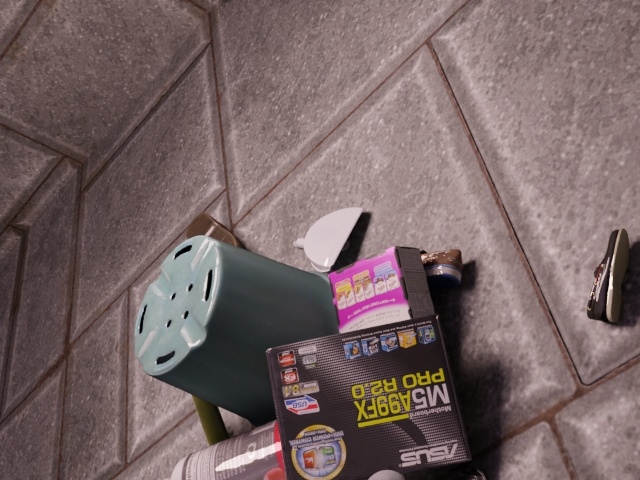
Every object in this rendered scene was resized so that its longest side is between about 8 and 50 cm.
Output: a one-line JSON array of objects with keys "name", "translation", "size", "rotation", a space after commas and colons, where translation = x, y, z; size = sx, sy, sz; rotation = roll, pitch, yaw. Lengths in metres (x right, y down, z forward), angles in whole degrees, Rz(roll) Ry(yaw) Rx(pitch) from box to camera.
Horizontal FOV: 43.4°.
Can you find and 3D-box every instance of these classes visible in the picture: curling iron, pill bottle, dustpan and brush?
[{"name": "curling iron", "translation": [0.150, 0.410, 1.181], "size": [0.274, 0.035, 0.068], "rotation": [-45, 21, 30]}, {"name": "pill bottle", "translation": [-0.137, 0.417, 1.330], "size": [0.319, 0.176, 0.176], "rotation": [-24, 45, 11]}, {"name": "dustpan and brush", "translation": [0.000, 0.000, 1.643], "size": [0.211, 0.060, 0.147], "rotation": [7, 61, 47]}]

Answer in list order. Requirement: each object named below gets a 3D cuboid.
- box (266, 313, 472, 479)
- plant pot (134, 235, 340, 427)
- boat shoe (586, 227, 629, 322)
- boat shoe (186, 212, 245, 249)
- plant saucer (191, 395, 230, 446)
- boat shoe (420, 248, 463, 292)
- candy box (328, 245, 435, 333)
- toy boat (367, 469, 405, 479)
[{"name": "box", "translation": [0.069, 0.242, 1.193], "size": [0.270, 0.060, 0.216], "rotation": [-12, 73, 9]}, {"name": "plant pot", "translation": [-0.125, 0.168, 1.437], "size": [0.341, 0.334, 0.341], "rotation": [-31, 45, 38]}, {"name": "boat shoe", "translation": [0.392, 0.046, 1.096], "size": [0.042, 0.049, 0.133], "rotation": [3, 74, 45]}, {"name": "boat shoe", "translation": [-0.212, 0.035, 1.849], "size": [0.110, 0.104, 0.307], "rotation": [-46, 35, 8]}, {"name": "plant saucer", "translation": [-0.198, 0.367, 1.540], "size": [0.037, 0.240, 0.241], "rotation": [-21, 36, -10]}, {"name": "boat shoe", "translation": [0.172, 0.052, 1.375], "size": [0.183, 0.066, 0.066], "rotation": [-9, 50, 46]}, {"name": "candy box", "translation": [0.110, 0.144, 1.316], "size": [0.159, 0.071, 0.233], "rotation": [-25, 69, 41]}, {"name": "toy boat", "translation": [0.001, 0.418, 1.135], "size": [0.318, 0.268, 0.148], "rotation": [-25, 47, 40]}]
